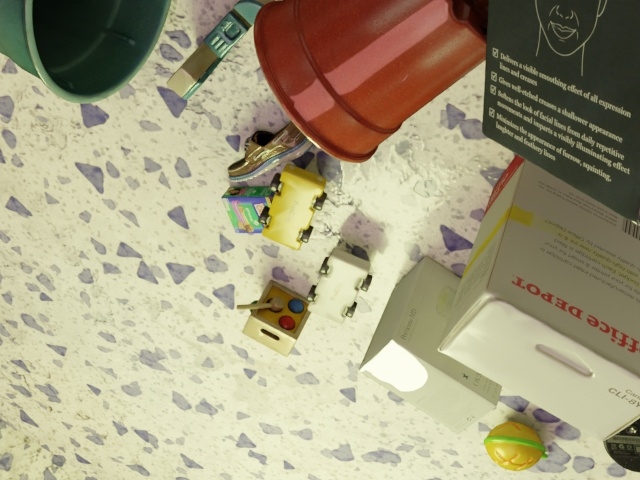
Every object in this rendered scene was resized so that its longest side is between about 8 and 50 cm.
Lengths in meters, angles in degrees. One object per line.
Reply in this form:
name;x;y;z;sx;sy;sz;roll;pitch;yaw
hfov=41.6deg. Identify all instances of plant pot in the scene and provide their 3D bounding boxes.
plant pot;0.096;-0.289;1.177;0.265;0.272;0.272;-29;113;32
plant pot;-0.453;-0.424;1.283;0.334;0.341;0.341;23;137;18

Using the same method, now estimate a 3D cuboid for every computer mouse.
computer mouse;0.605;0.321;1.613;0.189;0.072;0.272;1;118;28

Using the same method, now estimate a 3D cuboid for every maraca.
maraca;0.418;0.443;1.797;0.127;0.099;0.186;1;156;28

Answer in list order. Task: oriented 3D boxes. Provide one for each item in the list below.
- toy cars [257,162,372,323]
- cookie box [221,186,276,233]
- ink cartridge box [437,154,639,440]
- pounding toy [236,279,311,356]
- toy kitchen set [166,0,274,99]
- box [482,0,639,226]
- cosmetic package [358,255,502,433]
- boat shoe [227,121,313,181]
toy cars;0.000;0.000;1.604;0.177;0.087;0.393;-7;130;29
cookie box;-0.126;-0.059;1.639;0.107;0.040;0.091;0;129;25
ink cartridge box;0.366;0.055;1.249;0.279;0.384;0.160;29;137;0
pounding toy;-0.100;0.154;1.758;0.141;0.130;0.100;28;136;0
toy kitchen set;-0.113;-0.283;1.366;0.166;0.122;0.207;42;135;-14
box;0.356;-0.269;0.945;0.293;0.212;0.395;46;147;51
cosmetic package;0.224;0.190;1.562;0.225;0.224;0.138;32;137;-4
boat shoe;-0.102;-0.165;1.519;0.183;0.066;0.066;-22;113;28
